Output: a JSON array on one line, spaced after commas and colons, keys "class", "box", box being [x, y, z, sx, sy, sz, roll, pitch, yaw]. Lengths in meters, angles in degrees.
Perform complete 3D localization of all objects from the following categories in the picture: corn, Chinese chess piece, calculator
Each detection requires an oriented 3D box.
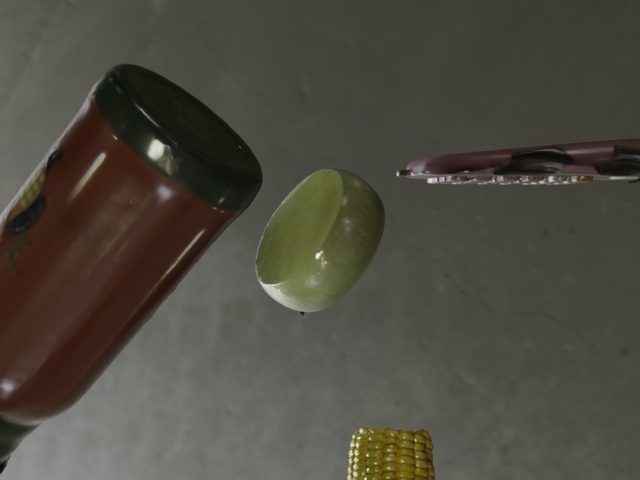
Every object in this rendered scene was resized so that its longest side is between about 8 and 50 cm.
[{"class": "corn", "box": [0.069, 0.288, 1.577, 0.093, 0.093, 0.244, -23, 58, 33]}, {"class": "Chinese chess piece", "box": [0.000, 0.000, 1.642, 0.144, 0.058, 0.144, -39, 31, 30]}, {"class": "calculator", "box": [0.219, -0.075, 1.669, 0.194, 0.294, 0.043, -162, 70, -84]}]

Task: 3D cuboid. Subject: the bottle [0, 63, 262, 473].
[{"class": "bottle", "box": [-0.195, 0.037, 1.287, 0.336, 0.144, 0.144, -51, 46, 14]}]
